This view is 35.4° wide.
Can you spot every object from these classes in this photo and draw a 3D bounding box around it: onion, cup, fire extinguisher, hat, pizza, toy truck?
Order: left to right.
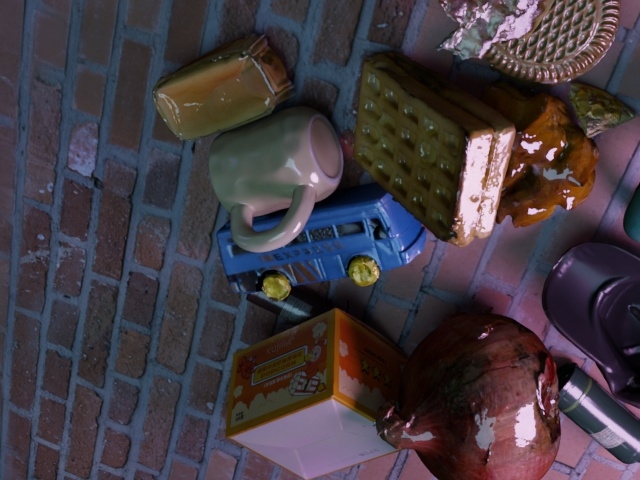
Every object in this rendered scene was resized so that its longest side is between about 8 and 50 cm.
[{"bbox_3d":[-0.087,-0.117,1.778,0.202,0.255,0.173,-14,120,28],"label":"cup"},{"bbox_3d":[-0.030,0.128,2.029,0.231,0.071,0.099,25,121,4],"label":"fire extinguisher"},{"bbox_3d":[0.000,0.000,1.885,0.384,0.161,0.162,-10,108,26],"label":"toy truck"},{"bbox_3d":[0.295,0.296,1.862,0.353,0.354,0.354,9,124,14],"label":"onion"},{"bbox_3d":[0.450,-0.204,1.617,0.123,0.109,0.026,25,145,0],"label":"pizza"},{"bbox_3d":[0.567,0.358,1.946,0.294,0.093,0.118,40,152,-8],"label":"fire extinguisher"},{"bbox_3d":[0.561,0.137,1.786,0.336,0.209,0.238,42,107,13],"label":"hat"}]

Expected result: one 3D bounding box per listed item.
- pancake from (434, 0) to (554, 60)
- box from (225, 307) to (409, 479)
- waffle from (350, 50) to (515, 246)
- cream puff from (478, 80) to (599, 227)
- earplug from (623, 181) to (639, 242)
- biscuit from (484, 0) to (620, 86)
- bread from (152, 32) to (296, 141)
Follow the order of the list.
[{"bbox_3d":[0.225,-0.453,1.407,0.304,0.067,0.427,-33,131,11],"label":"pancake"},{"bbox_3d":[0.002,0.311,2.011,0.283,0.214,0.259,-27,133,31],"label":"box"},{"bbox_3d":[0.173,-0.159,1.653,0.328,0.098,0.224,47,138,47],"label":"waffle"},{"bbox_3d":[0.340,-0.144,1.675,0.241,0.155,0.269,-19,119,35],"label":"cream puff"},{"bbox_3d":[0.603,-0.112,1.591,0.280,0.164,0.257,-18,120,17],"label":"earplug"},{"bbox_3d":[0.346,-0.360,1.574,0.259,0.079,0.259,8,122,14],"label":"biscuit"},{"bbox_3d":[-0.177,-0.273,1.804,0.241,0.107,0.136,-17,113,29],"label":"bread"}]
